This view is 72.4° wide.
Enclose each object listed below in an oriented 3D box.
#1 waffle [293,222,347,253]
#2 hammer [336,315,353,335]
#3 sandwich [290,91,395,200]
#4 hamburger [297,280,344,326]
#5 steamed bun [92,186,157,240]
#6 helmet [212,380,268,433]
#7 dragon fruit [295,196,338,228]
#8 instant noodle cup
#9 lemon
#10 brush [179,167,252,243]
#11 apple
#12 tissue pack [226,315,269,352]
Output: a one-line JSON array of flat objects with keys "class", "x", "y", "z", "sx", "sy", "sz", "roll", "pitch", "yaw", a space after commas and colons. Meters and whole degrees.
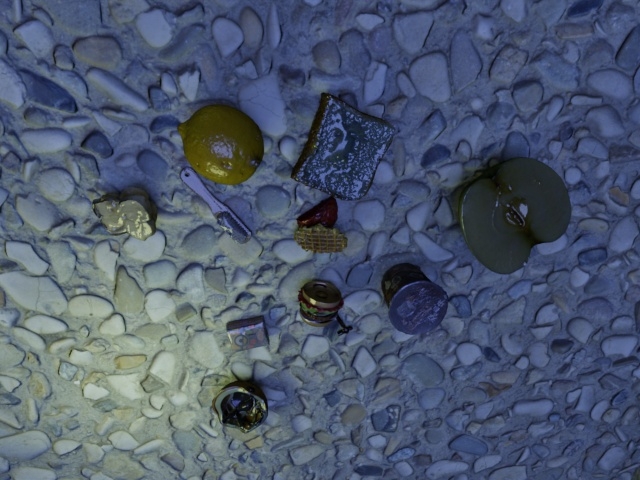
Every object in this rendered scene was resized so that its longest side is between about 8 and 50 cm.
[{"class": "waffle", "x": 0.000, "y": -0.003, "z": 1.513, "sx": 0.191, "sy": 0.038, "sz": 0.191, "roll": 6, "pitch": 149, "yaw": 4}, {"class": "hammer", "x": 0.060, "y": 0.298, "z": 1.704, "sx": 0.065, "sy": 0.021, "sz": 0.178, "roll": -30, "pitch": 112, "yaw": 6}, {"class": "sandwich", "x": 0.075, "y": -0.288, "z": 1.429, "sx": 0.271, "sy": 0.099, "sz": 0.301, "roll": 19, "pitch": 107, "yaw": -14}, {"class": "hamburger", "x": -0.003, "y": 0.240, "z": 1.599, "sx": 0.175, "sy": 0.175, "sz": 0.136, "roll": 5, "pitch": 118, "yaw": -9}, {"class": "steamed bun", "x": -0.615, "y": -0.088, "z": 1.422, "sx": 0.178, "sy": 0.106, "sz": 0.192, "roll": -10, "pitch": 126, "yaw": 11}, {"class": "helmet", "x": -0.310, "y": 0.642, "z": 1.738, "sx": 0.224, "sy": 0.130, "sz": 0.198, "roll": 37, "pitch": 101, "yaw": -8}, {"class": "dragon fruit", "x": 0.008, "y": -0.067, "z": 1.521, "sx": 0.162, "sy": 0.083, "sz": 0.106, "roll": -33, "pitch": 116, "yaw": 3}, {"class": "instant noodle cup", "x": 0.329, "y": 0.200, "z": 1.598, "sx": 0.218, "sy": 0.207, "sz": 0.217, "roll": -2, "pitch": 111, "yaw": -6}, {"class": "lemon", "x": -0.294, "y": -0.291, "z": 1.310, "sx": 0.253, "sy": 0.228, "sz": 0.228, "roll": 36, "pitch": 103, "yaw": -13}, {"class": "brush", "x": -0.353, "y": -0.107, "z": 1.469, "sx": 0.070, "sy": 0.065, "sz": 0.327, "roll": -35, "pitch": 111, "yaw": 10}, {"class": "apple", "x": 0.645, "y": -0.099, "z": 1.482, "sx": 0.312, "sy": 0.320, "sz": 0.360, "roll": -22, "pitch": 112, "yaw": 44}, {"class": "tissue pack", "x": -0.276, "y": 0.358, "z": 1.664, "sx": 0.148, "sy": 0.060, "sz": 0.108, "roll": -11, "pitch": 114, "yaw": -2}]
